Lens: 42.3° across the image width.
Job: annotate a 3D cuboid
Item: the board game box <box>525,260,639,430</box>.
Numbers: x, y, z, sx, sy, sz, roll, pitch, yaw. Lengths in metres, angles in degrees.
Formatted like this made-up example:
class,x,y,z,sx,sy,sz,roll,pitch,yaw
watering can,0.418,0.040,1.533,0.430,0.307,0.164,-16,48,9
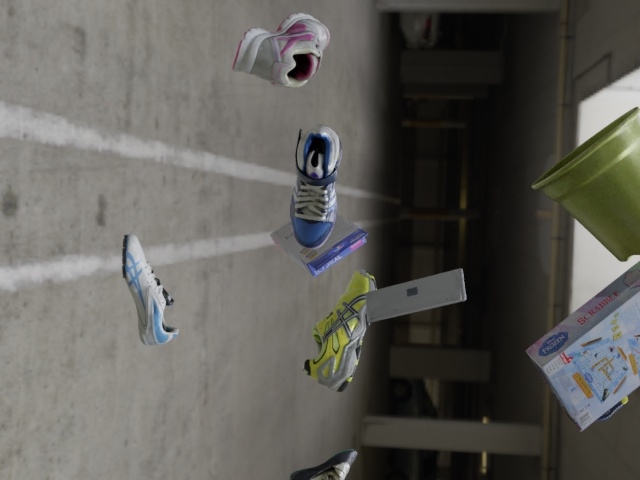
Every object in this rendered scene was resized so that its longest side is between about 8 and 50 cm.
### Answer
class,x,y,z,sx,sy,sz,roll,pitch,yaw
board game box,0.648,0.245,1.856,0.319,0.318,0.066,52,1,-42

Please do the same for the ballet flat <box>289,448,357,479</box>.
class,x,y,z,sx,sy,sz,roll,pitch,yaw
ballet flat,0.018,0.615,2.172,0.074,0.203,0.074,49,-32,47

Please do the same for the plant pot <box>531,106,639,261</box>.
class,x,y,z,sx,sy,sz,roll,pitch,yaw
plant pot,0.647,-0.103,1.790,0.254,0.276,0.276,52,4,3

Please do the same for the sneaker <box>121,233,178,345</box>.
class,x,y,z,sx,sy,sz,roll,pitch,yaw
sneaker,-0.347,0.096,1.672,0.085,0.086,0.237,-133,-151,-75

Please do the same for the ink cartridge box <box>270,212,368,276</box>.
class,x,y,z,sx,sy,sz,roll,pitch,yaw
ink cartridge box,0.000,0.000,2.363,0.311,0.186,0.065,34,-25,59

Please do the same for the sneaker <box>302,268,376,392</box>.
class,x,y,z,sx,sy,sz,roll,pitch,yaw
sneaker,0.061,0.244,2.431,0.145,0.147,0.385,118,-8,-61

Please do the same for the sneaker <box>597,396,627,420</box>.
class,x,y,z,sx,sy,sz,roll,pitch,yaw
sneaker,0.736,0.438,2.151,0.053,0.144,0.059,59,-33,24

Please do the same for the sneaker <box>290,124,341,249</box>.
class,x,y,z,sx,sy,sz,roll,pitch,yaw
sneaker,-0.023,-0.138,2.137,0.236,0.130,0.323,14,88,-81

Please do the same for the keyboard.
class,x,y,z,sx,sy,sz,roll,pitch,yaw
keyboard,0.205,0.123,1.830,0.014,0.256,0.072,27,55,-46

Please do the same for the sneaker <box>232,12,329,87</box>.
class,x,y,z,sx,sy,sz,roll,pitch,yaw
sneaker,-0.045,-0.324,1.463,0.252,0.111,0.103,-39,158,-50
